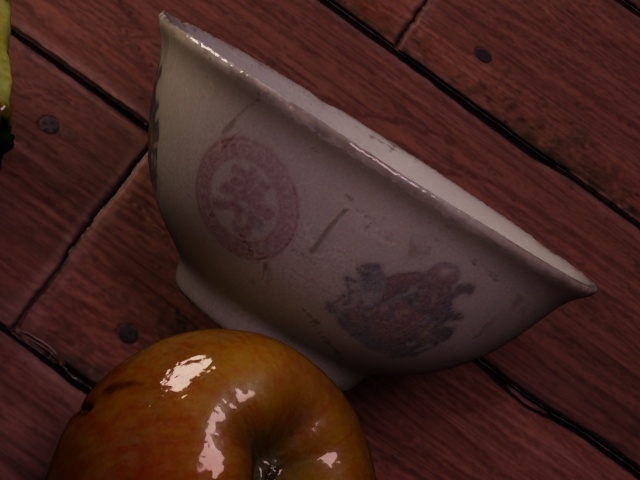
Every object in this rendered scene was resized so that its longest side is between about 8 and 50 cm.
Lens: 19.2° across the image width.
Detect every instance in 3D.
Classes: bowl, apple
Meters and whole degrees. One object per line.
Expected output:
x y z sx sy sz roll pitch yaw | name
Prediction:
0.000 0.000 1.610 0.435 0.435 0.196 33 96 -6 | bowl
-0.078 0.196 1.465 0.264 0.264 0.264 13 57 -20 | apple

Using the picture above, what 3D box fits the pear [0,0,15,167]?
-0.382 -0.160 1.581 0.238 0.164 0.255 5 55 -17 | pear
